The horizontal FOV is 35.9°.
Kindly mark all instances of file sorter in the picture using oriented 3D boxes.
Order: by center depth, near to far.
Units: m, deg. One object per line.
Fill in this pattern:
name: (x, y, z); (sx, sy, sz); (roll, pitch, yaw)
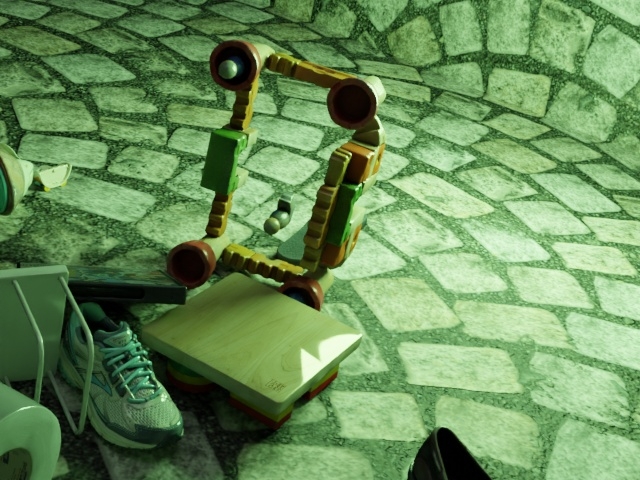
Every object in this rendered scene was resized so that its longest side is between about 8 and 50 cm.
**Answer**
file sorter: (-0.463, 0.168, 1.312); (0.277, 0.193, 0.173); (-4, 35, -30)

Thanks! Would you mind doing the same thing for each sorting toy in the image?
sorting toy: (-0.109, 0.179, 1.555); (0.255, 0.089, 0.257); (25, 30, 22)
sorting toy: (-0.564, -0.136, 2.013); (0.075, 0.045, 0.083); (20, 27, 30)

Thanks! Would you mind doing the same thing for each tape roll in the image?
tape roll: (-0.391, 0.271, 1.110); (0.072, 0.219, 0.219); (22, 28, 17)

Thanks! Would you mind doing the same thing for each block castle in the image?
block castle: (-0.077, -0.098, 1.713); (0.302, 0.453, 0.213); (19, 20, 10)

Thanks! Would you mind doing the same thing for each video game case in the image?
video game case: (-0.361, 0.068, 1.590); (0.248, 0.035, 0.275); (4, 2, -17)

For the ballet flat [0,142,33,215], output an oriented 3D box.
ballet flat: (-0.627, -0.144, 1.935); (0.106, 0.108, 0.316); (-2, 31, -41)

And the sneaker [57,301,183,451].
sneaker: (-0.293, 0.190, 1.414); (0.110, 0.122, 0.283); (-15, 38, -41)

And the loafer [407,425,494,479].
loafer: (0.215, 0.372, 1.320); (0.109, 0.095, 0.302); (-4, 31, -29)

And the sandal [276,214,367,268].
sandal: (-0.001, 0.000, 2.000); (0.097, 0.055, 0.254); (22, 37, 33)
